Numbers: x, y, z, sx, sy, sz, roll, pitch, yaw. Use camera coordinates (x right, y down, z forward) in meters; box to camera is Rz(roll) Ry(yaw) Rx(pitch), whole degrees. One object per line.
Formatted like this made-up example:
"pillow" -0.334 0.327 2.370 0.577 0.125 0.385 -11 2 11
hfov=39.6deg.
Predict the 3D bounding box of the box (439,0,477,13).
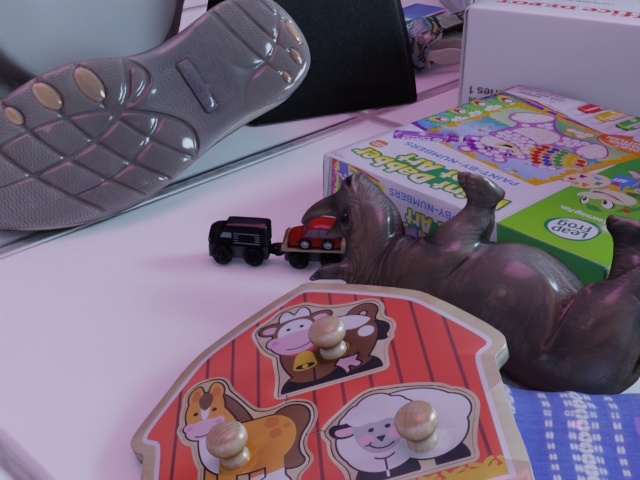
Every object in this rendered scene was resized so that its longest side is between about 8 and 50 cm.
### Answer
"box" 0.329 -0.370 1.256 0.290 0.087 0.169 -5 28 -8

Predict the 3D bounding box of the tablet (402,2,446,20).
"tablet" 0.134 -0.322 1.256 0.054 0.006 0.083 21 35 35

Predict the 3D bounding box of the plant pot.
"plant pot" -0.017 -0.239 0.931 0.188 0.167 0.187 -10 30 -20

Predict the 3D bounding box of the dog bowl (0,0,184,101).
"dog bowl" -0.245 -0.262 0.815 0.102 0.349 0.349 5 26 37

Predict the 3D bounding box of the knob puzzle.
"knob puzzle" -0.005 0.069 0.434 0.213 0.030 0.213 -15 29 9

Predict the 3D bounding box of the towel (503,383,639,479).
"towel" 0.202 0.136 0.346 0.336 0.040 0.243 1 28 2

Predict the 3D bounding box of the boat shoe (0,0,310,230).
"boat shoe" -0.152 -0.095 0.741 0.324 0.123 0.116 -30 5 -29

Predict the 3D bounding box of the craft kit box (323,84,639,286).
"craft kit box" 0.173 -0.042 0.673 0.246 0.061 0.250 -26 37 -35

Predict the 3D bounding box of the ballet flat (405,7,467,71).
"ballet flat" 0.165 -0.234 1.045 0.188 0.070 0.070 -22 34 -31

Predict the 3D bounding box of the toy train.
"toy train" 0.000 0.000 0.612 0.158 0.036 0.027 3 28 7

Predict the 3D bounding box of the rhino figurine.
"rhino figurine" 0.083 0.016 0.518 0.243 0.106 0.073 17 2 33

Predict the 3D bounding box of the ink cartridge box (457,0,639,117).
"ink cartridge box" 0.282 -0.202 0.904 0.201 0.117 0.278 13 31 25
